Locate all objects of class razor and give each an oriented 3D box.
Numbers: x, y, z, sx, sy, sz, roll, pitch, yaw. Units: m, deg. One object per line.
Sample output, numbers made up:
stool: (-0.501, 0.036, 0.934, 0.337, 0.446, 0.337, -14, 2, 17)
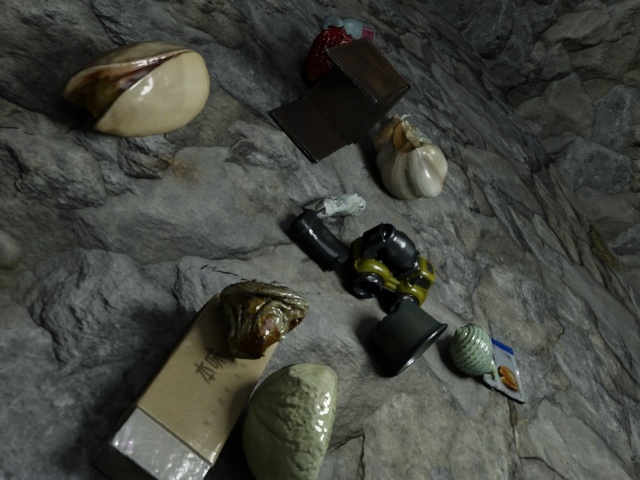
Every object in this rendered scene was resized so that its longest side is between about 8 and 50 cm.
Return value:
razor: (0.000, 0.000, 1.443, 0.148, 0.054, 0.090, 46, 33, -5)

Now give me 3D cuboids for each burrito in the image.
burrito: (0.043, -0.085, 1.575, 0.203, 0.064, 0.064, -11, 65, -52)

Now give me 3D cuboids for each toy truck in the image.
toy truck: (0.175, 0.061, 1.480, 0.224, 0.165, 0.147, 32, 36, -23)

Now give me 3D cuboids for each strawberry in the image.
strawberry: (0.035, -0.543, 1.941, 0.201, 0.184, 0.186, -34, 109, -21)

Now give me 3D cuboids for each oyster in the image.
oyster: (0.302, -0.300, 2.070, 0.223, 0.083, 0.214, 38, 38, -25)

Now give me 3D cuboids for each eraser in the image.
eraser: (-0.188, 0.232, 0.975, 0.144, 0.078, 0.343, 41, 34, -9)

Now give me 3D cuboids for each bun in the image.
bun: (-0.051, 0.292, 0.987, 0.134, 0.220, 0.220, 15, 37, 3)

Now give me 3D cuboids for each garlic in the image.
garlic: (0.254, -0.216, 1.857, 0.203, 0.184, 0.281, 31, 14, -47)

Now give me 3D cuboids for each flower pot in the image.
flower pot: (0.182, 0.198, 1.376, 0.107, 0.157, 0.157, 48, 32, 18)

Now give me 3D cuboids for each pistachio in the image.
pistachio: (-0.338, -0.297, 1.245, 0.187, 0.187, 0.299, 50, 38, 2)

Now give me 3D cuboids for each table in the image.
table: (0.060, -0.375, 1.718, 0.196, 0.250, 0.282, 49, 32, 0)

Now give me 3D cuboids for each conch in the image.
conch: (0.362, 0.265, 1.545, 0.135, 0.102, 0.153, -79, 154, -63)

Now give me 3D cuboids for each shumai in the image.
shumai: (-0.101, 0.132, 1.020, 0.145, 0.145, 0.116, 25, 61, -31)

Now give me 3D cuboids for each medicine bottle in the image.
medicine bottle: (0.103, -0.746, 2.287, 0.217, 0.090, 0.090, -9, 63, -51)

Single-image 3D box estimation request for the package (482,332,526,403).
package: (0.460, 0.321, 1.665, 0.171, 0.027, 0.173, 29, 42, -28)
